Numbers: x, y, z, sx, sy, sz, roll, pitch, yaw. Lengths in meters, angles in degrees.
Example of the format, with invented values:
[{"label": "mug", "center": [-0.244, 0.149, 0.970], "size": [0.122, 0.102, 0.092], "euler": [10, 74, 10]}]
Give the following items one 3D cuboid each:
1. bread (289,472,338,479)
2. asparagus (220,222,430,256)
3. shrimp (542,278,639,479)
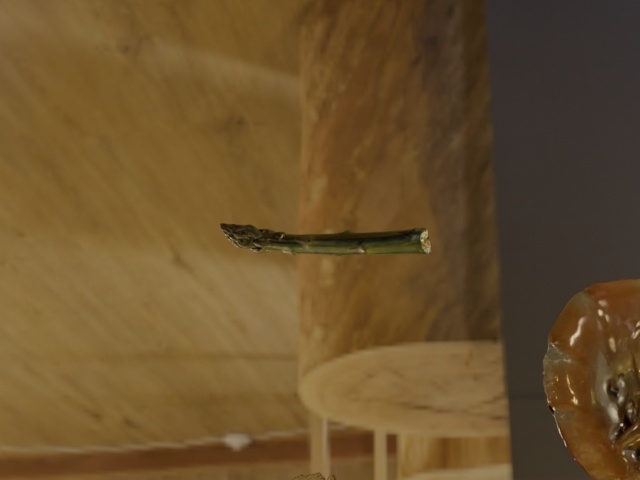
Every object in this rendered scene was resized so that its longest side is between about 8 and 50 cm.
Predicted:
[{"label": "bread", "center": [0.021, 0.258, 0.937], "size": [0.085, 0.134, 0.173], "euler": [-32, 130, 12]}, {"label": "asparagus", "center": [0.000, 0.000, 0.611], "size": [0.114, 0.015, 0.014], "euler": [1, 168, 29]}, {"label": "shrimp", "center": [0.281, 0.157, 0.983], "size": [0.287, 0.152, 0.063], "euler": [50, 162, -3]}]
